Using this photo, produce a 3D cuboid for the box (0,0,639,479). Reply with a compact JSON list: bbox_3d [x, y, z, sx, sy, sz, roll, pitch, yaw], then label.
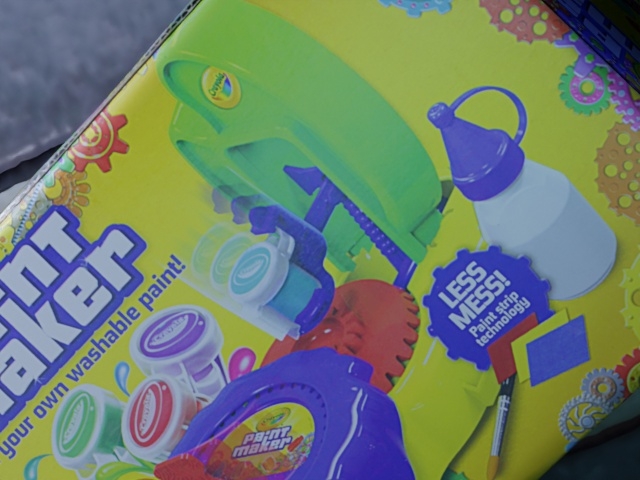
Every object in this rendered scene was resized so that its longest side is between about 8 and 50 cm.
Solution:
[{"bbox_3d":[0.000,0.000,0.717,0.177,0.279,0.290,43,110,-4],"label":"box"}]
